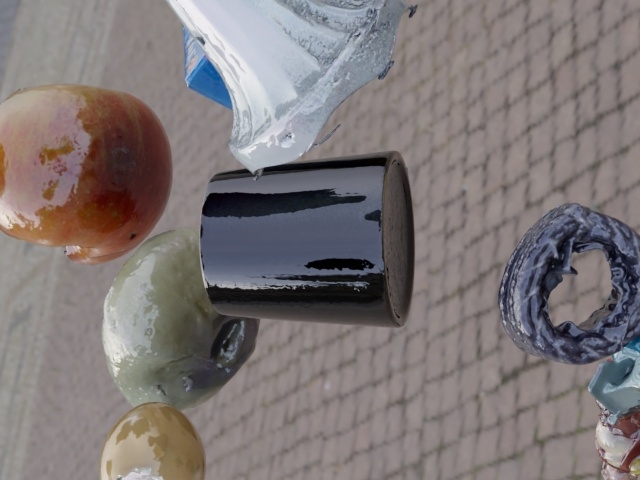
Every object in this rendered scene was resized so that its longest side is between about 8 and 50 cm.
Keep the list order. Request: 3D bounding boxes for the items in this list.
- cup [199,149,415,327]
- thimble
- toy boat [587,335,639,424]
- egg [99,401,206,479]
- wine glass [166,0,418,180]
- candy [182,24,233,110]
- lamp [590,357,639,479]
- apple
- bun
[{"bbox_3d":[-0.002,0.015,1.332,0.239,0.177,0.166,56,-146,-65],"label":"cup"},{"bbox_3d":[0.171,0.031,0.909,0.066,0.095,0.104,176,111,-84],"label":"thimble"},{"bbox_3d":[0.318,0.159,1.092,0.134,0.299,0.092,19,73,50],"label":"toy boat"},{"bbox_3d":[-0.124,0.163,1.021,0.096,0.080,0.080,-79,15,-53],"label":"egg"},{"bbox_3d":[-0.060,-0.159,0.919,0.165,0.196,0.165,-47,16,18],"label":"wine glass"},{"bbox_3d":[-0.030,-0.293,1.470,0.306,0.100,0.157,-49,29,25],"label":"candy"},{"bbox_3d":[0.448,0.288,1.962,0.118,0.118,0.253,-103,0,-51],"label":"lamp"},{"bbox_3d":[-0.320,-0.093,1.946,0.163,0.293,0.251,1,83,48],"label":"apple"},{"bbox_3d":[-0.181,0.109,1.878,0.168,0.273,0.272,15,90,28],"label":"bun"}]
